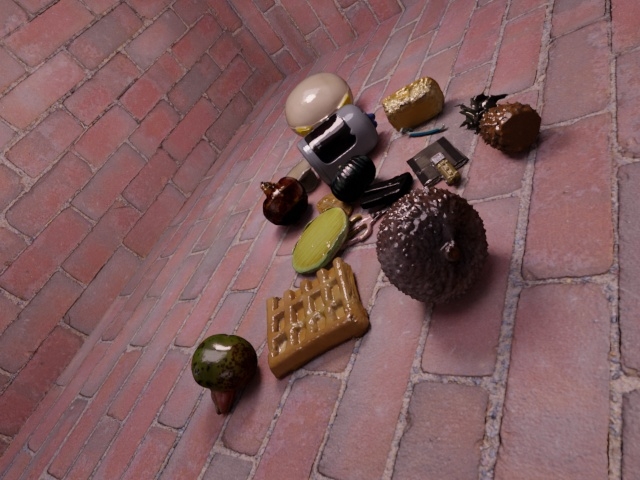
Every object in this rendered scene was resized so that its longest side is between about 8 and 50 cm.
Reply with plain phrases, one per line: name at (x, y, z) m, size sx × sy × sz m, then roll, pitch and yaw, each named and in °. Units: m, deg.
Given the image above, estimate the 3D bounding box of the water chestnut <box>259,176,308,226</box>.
water chestnut at (-0.164, -0.174, 1.868) m, size 0.224 × 0.238 × 0.224 m, roll -55°, pitch -2°, yaw -2°

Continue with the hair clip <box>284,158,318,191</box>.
hair clip at (-0.105, -0.308, 2.072) m, size 0.172 × 0.113 × 0.282 m, roll -46°, pitch 30°, yaw -5°

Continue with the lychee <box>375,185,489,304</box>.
lychee at (0.272, 0.015, 1.095) m, size 0.300 × 0.300 × 0.300 m, roll -29°, pitch 34°, yaw 22°

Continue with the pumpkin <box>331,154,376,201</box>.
pumpkin at (0.124, -0.242, 1.671) m, size 0.202 × 0.140 × 0.202 m, roll -51°, pitch -5°, yaw -6°

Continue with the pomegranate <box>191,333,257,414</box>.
pomegranate at (-0.303, 0.421, 1.356) m, size 0.214 × 0.214 × 0.248 m, roll -9°, pitch 77°, yaw 43°

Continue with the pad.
pad at (0.414, -0.289, 1.550) m, size 0.174 × 0.022 × 0.233 m, roll -34°, pitch 32°, yaw 14°

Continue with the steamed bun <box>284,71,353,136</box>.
steamed bun at (-0.008, -0.702, 2.255) m, size 0.374 × 0.334 × 0.334 m, roll -33°, pitch 32°, yaw 15°

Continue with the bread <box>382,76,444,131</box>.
bread at (0.385, -0.557, 1.776) m, size 0.245 × 0.174 × 0.121 m, roll -25°, pitch 55°, yaw 30°

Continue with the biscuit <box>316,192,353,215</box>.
biscuit at (0.055, -0.136, 1.760) m, size 0.118 × 0.029 × 0.247 m, roll -41°, pitch 31°, yaw 2°

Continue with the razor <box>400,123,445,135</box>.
razor at (0.413, -0.440, 1.721) m, size 0.068 × 0.037 × 0.191 m, roll -12°, pitch 15°, yaw -39°

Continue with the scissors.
scissors at (0.185, -0.083, 1.553) m, size 0.317 × 0.024 × 0.160 m, roll -36°, pitch 31°, yaw 10°

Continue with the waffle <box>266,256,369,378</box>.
waffle at (-0.027, 0.237, 1.355) m, size 0.348 × 0.077 × 0.304 m, roll -33°, pitch 33°, yaw 16°

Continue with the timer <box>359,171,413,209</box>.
timer at (0.235, -0.185, 1.569) m, size 0.187 × 0.055 × 0.144 m, roll -16°, pitch 29°, yaw 38°

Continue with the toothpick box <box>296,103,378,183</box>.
toothpick box at (0.100, -0.438, 1.901) m, size 0.354 × 0.263 × 0.263 m, roll -38°, pitch 31°, yaw 6°

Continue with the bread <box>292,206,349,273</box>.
bread at (-0.004, 0.000, 1.623) m, size 0.301 × 0.045 × 0.301 m, roll -36°, pitch 32°, yaw 27°

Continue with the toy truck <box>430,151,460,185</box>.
toy truck at (0.414, -0.237, 1.419) m, size 0.052 × 0.063 × 0.123 m, roll -36°, pitch 59°, yaw 12°

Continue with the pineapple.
pineapple at (0.550, -0.402, 1.400) m, size 0.165 × 0.165 × 0.364 m, roll -37°, pitch 30°, yaw 9°
